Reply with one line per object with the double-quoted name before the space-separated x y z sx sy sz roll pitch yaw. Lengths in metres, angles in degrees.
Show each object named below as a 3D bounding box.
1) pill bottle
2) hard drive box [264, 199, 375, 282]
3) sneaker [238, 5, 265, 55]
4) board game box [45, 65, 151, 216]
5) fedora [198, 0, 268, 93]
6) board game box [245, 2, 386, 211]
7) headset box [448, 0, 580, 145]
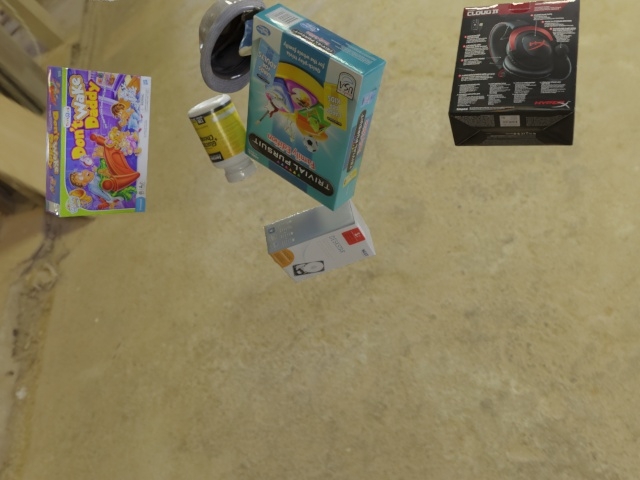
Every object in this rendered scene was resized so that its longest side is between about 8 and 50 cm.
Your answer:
"pill bottle" -0.215 -0.227 1.468 0.103 0.184 0.103 -21 22 9
"hard drive box" 0.000 0.000 1.662 0.232 0.181 0.089 -21 56 12
"sneaker" -0.169 -0.521 1.608 0.058 0.084 0.152 -22 1 -30
"board game box" -0.546 -0.239 1.603 0.078 0.233 0.346 17 107 41
"fedora" -0.258 -0.563 1.816 0.124 0.244 0.275 44 123 26
"board game box" -0.026 -0.254 1.291 0.254 0.336 0.079 34 51 20
"headset box" 0.371 -0.327 1.230 0.218 0.110 0.293 2 64 20
